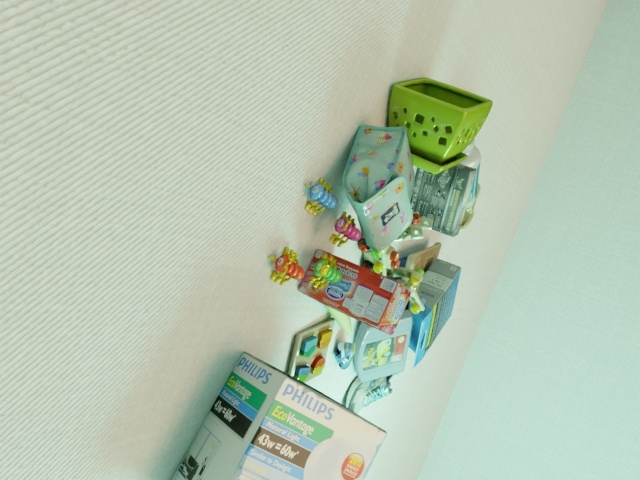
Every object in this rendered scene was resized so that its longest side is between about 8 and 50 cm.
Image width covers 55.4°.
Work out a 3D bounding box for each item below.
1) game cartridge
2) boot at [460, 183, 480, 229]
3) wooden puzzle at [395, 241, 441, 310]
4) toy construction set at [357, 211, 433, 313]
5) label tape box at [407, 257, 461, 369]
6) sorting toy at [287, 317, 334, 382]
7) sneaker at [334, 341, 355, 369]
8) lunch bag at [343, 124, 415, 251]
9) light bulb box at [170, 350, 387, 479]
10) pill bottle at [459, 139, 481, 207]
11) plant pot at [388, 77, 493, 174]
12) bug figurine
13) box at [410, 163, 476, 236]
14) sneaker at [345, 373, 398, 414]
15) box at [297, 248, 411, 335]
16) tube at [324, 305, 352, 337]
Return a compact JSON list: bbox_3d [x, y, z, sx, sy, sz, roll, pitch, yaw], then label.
[{"bbox_3d":[0.209,0.372,2.105,0.196,0.060,0.294,-9,129,-13],"label":"game cartridge"},{"bbox_3d":[0.577,-0.163,2.445,0.165,0.077,0.213,35,74,-63],"label":"boot"},{"bbox_3d":[0.329,0.172,2.258,0.348,0.080,0.322,-20,127,-61],"label":"wooden puzzle"},{"bbox_3d":[0.231,0.058,1.835,0.151,0.215,0.327,-39,142,-43],"label":"toy construction set"},{"bbox_3d":[0.382,0.262,2.210,0.348,0.115,0.249,-41,144,-43],"label":"label tape box"},{"bbox_3d":[-0.025,0.337,1.778,0.208,0.038,0.193,-17,125,-56],"label":"sorting toy"},{"bbox_3d":[0.073,0.369,1.971,0.144,0.059,0.053,104,-7,-49],"label":"sneaker"},{"bbox_3d":[0.153,-0.131,1.567,0.223,0.160,0.262,67,33,-54],"label":"lunch bag"},{"bbox_3d":[-0.096,0.515,1.437,0.358,0.225,0.361,36,76,-31],"label":"light bulb box"},{"bbox_3d":[0.482,-0.246,2.136,0.146,0.146,0.264,-47,147,-35],"label":"pill bottle"},{"bbox_3d":[0.318,-0.319,1.713,0.228,0.227,0.207,-27,138,-52],"label":"plant pot"},{"bbox_3d":[0.000,0.000,1.487,0.216,0.072,0.279,30,82,-37],"label":"bug figurine"},{"bbox_3d":[0.392,-0.149,2.007,0.056,0.183,0.231,-22,128,-54],"label":"box"},{"bbox_3d":[0.193,0.536,2.227,0.283,0.122,0.110,-51,148,-29],"label":"sneaker"},{"bbox_3d":[0.089,0.134,1.591,0.128,0.257,0.122,-64,150,-7],"label":"box"},{"bbox_3d":[0.058,0.211,1.807,0.070,0.062,0.240,-57,151,-16],"label":"tube"}]
